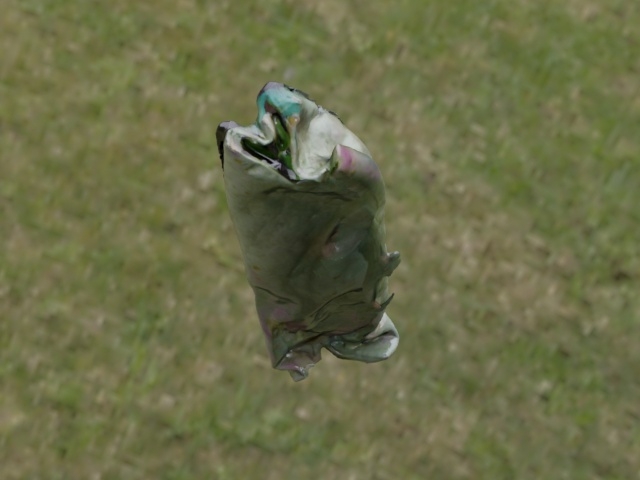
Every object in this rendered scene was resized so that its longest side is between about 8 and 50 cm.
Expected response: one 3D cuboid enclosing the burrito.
[{"bbox_3d":[-0.004,-0.001,1.193,0.096,0.309,0.066,-17,61,-2],"label":"burrito"}]
